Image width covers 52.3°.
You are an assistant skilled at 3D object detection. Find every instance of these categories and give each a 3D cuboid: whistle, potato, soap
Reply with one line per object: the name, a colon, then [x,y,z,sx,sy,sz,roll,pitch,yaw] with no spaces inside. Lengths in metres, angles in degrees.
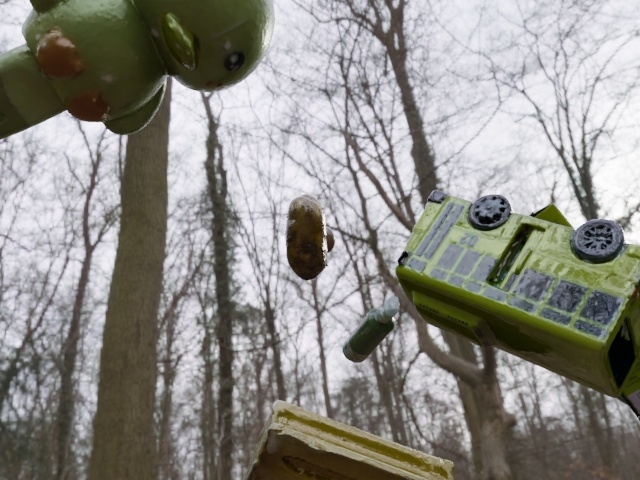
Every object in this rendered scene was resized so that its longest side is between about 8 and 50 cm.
whistle: [-0.150,-0.143,0.491,0.294,0.141,0.141,-38,-27,-17]
potato: [-0.014,-0.003,0.623,0.040,0.083,0.051,-4,-2,2]
soap: [0.040,0.391,1.027,0.315,0.091,0.199,19,-66,-3]

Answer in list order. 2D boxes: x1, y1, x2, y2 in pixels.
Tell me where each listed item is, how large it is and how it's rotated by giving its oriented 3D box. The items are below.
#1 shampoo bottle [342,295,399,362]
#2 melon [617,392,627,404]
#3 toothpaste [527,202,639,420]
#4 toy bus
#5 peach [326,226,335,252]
shampoo bottle: [0.108,0.187,1.358,0.065,0.065,0.204,3,-34,-20]
melon: [0.808,0.287,1.571,0.288,0.182,0.182,-30,-23,-26]
toothpaste: [0.374,0.103,0.845,0.077,0.327,0.110,-40,-28,20]
toy bus: [0.214,0.049,0.704,0.262,0.150,0.128,20,-22,41]
peach: [0.000,-0.001,1.713,0.083,0.083,0.083,-7,-31,-5]
